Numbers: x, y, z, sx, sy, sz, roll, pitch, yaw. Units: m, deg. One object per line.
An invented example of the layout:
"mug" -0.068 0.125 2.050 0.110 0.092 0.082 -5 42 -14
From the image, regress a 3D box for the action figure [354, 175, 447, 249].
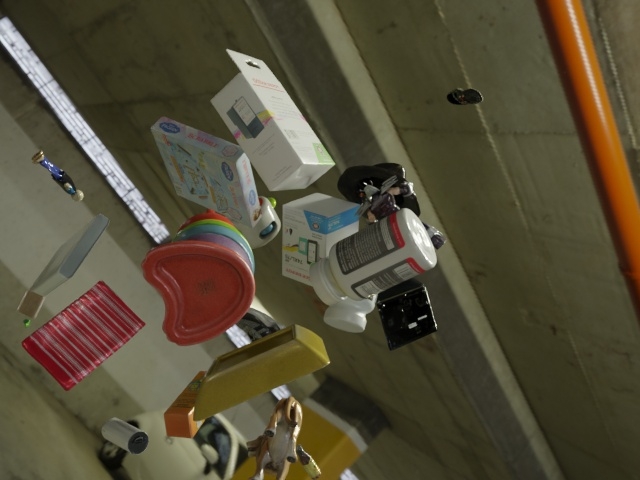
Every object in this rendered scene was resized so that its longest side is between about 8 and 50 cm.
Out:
"action figure" 0.222 -0.065 1.751 0.285 0.099 0.185 43 -62 -6

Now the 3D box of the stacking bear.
"stacking bear" -0.202 0.032 1.091 0.289 0.165 0.175 -114 -170 -69

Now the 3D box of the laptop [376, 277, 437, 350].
"laptop" 0.257 0.231 2.171 0.137 0.234 0.264 -17 -91 56

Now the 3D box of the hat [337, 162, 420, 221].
"hat" 0.226 -0.188 2.118 0.332 0.133 0.331 26 -27 14

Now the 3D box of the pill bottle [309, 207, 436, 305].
"pill bottle" 0.134 0.057 1.655 0.176 0.319 0.176 47 26 -33

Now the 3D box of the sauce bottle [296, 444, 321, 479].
"sauce bottle" -0.043 0.721 1.997 0.042 0.042 0.128 8 -49 60

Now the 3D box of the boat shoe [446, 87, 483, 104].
"boat shoe" 0.404 -0.399 1.713 0.048 0.042 0.133 61 -13 -26

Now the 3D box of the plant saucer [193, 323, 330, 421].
"plant saucer" -0.154 0.303 1.516 0.333 0.333 0.080 -161 -131 -86

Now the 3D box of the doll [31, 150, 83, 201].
"doll" -0.803 -0.194 1.891 0.189 0.046 0.129 53 -7 -36

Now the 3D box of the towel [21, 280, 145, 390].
"towel" -0.656 0.258 1.702 0.199 0.275 0.031 42 -25 12

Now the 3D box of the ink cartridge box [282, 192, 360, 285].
"ink cartridge box" 0.000 0.000 2.152 0.198 0.197 0.269 18 -63 34

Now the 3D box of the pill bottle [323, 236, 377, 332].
"pill bottle" 0.108 0.141 1.955 0.162 0.278 0.162 15 -22 6

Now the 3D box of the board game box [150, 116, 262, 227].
"board game box" -0.351 -0.210 1.927 0.318 0.065 0.318 24 -30 19

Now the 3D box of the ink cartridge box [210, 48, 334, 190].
"ink cartridge box" -0.138 -0.303 1.569 0.353 0.119 0.207 57 24 9

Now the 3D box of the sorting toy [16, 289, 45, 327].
"sorting toy" -0.698 0.165 1.467 0.062 0.083 0.012 16 -13 23

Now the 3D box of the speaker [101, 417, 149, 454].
"speaker" -0.465 0.464 1.457 0.136 0.055 0.055 2 -47 45

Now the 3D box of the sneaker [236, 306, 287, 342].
"sneaker" -0.176 0.309 1.812 0.269 0.153 0.101 31 -33 -5

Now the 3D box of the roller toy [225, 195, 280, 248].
"roller toy" -0.260 -0.063 2.360 0.191 0.210 0.146 -88 155 -56

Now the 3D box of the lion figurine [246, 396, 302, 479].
"lion figurine" -0.113 0.563 1.765 0.142 0.240 0.392 25 -57 -3

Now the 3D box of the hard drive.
"hard drive" -0.809 0.062 1.947 0.047 0.232 0.353 39 -38 -23

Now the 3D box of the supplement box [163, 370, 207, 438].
"supplement box" -0.345 0.448 1.694 0.078 0.233 0.080 -1 -75 13
